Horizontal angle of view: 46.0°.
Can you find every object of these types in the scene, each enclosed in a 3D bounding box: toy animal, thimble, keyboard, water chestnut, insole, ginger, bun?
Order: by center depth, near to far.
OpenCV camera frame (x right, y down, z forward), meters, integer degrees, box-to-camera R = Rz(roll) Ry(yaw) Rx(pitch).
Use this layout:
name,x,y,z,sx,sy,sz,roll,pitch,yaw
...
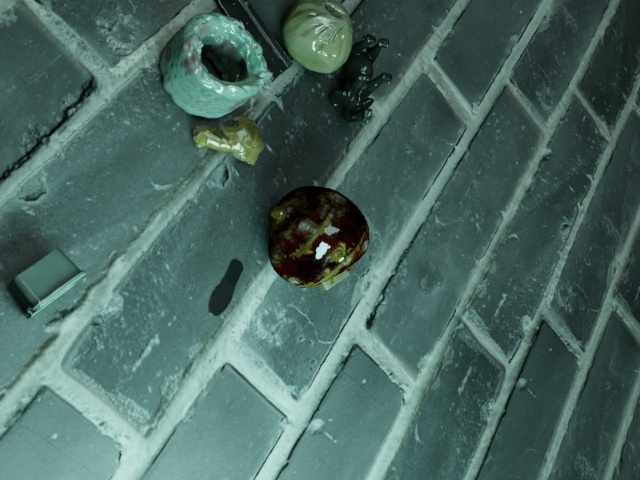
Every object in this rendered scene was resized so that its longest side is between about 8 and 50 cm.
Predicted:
name,x,y,z,sx,sy,sz,roll,pitch,yaw
insole,-0.197,0.098,1.577,0.045,0.002,0.135,37,60,-26
thimble,-0.218,-0.360,1.578,0.211,0.149,0.185,21,66,-31
water chestnut,0.000,0.000,1.618,0.238,0.224,0.223,55,52,-33
ginger,-0.190,-0.226,1.618,0.165,0.067,0.096,15,92,-34
keyboard,-0.157,-0.480,1.734,0.072,0.023,0.231,-44,106,-28
bun,0.006,-0.505,1.788,0.178,0.128,0.193,32,57,-16
toy animal,0.105,-0.383,1.830,0.115,0.146,0.245,25,64,-23

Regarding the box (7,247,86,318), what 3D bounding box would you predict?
name,x,y,z,sx,sy,sz,roll,pitch,yaw
box,-0.482,0.072,1.321,0.069,0.084,0.122,52,53,-6

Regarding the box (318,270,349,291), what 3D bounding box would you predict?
name,x,y,z,sx,sy,sz,roll,pitch,yaw
box,0.024,0.076,1.737,0.083,0.024,0.053,-30,97,-36
